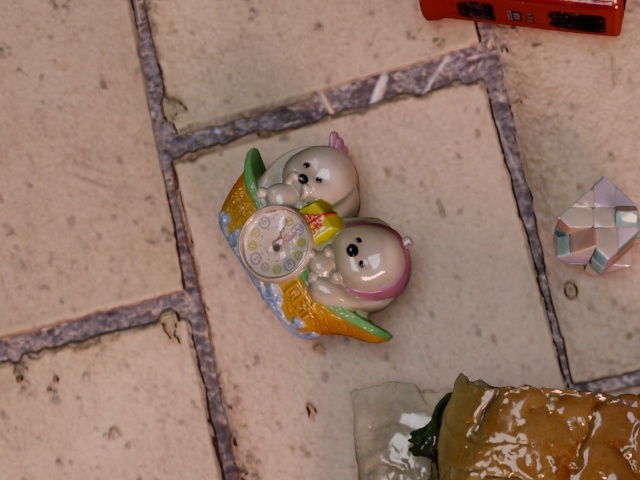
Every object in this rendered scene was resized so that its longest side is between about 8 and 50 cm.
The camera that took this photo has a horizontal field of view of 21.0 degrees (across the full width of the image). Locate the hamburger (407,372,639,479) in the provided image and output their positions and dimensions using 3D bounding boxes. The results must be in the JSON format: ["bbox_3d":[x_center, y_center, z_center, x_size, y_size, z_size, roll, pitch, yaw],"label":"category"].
[{"bbox_3d":[0.224,0.236,1.489,0.309,0.132,0.211,14,78,-6],"label":"hamburger"}]

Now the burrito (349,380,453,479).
[{"bbox_3d":[0.089,0.322,1.552,0.117,0.076,0.392,-4,78,8],"label":"burrito"}]

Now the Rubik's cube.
[{"bbox_3d":[0.257,-0.003,1.586,0.073,0.075,0.084,43,90,16],"label":"Rubik's cube"}]

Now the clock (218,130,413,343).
[{"bbox_3d":[0.000,0.000,1.620,0.144,0.103,0.231,-36,74,10],"label":"clock"}]

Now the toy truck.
[{"bbox_3d":[0.168,-0.263,1.637,0.252,0.107,0.114,7,80,12],"label":"toy truck"}]
